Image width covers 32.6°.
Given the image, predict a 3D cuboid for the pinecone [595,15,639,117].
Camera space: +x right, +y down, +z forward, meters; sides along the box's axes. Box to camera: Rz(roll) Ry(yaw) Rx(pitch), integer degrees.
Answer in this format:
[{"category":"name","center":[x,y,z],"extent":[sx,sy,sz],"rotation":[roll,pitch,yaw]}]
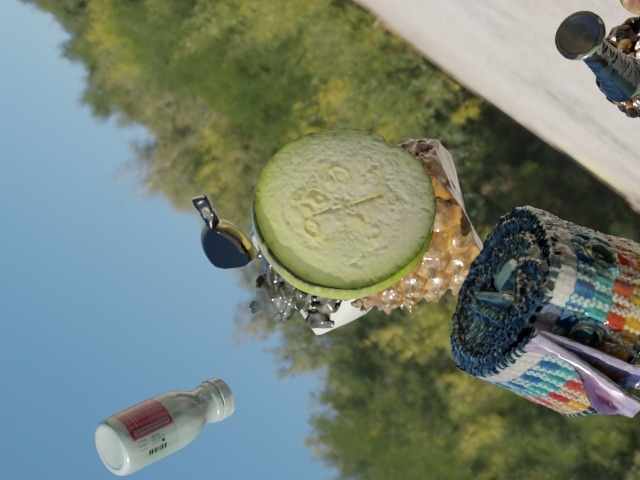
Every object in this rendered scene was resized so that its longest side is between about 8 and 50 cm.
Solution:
[{"category":"pinecone","center":[0.558,-0.301,1.871],"extent":[0.212,0.185,0.169],"rotation":[-51,-59,-82]}]

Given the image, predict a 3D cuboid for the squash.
[{"category":"squash","center":[0.024,-0.033,1.284],"extent":[0.219,0.219,0.041],"rotation":[39,158,18]}]

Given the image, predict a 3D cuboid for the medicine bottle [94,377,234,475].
[{"category":"medicine bottle","center":[-0.233,0.277,1.672],"extent":[0.216,0.090,0.090],"rotation":[-20,-130,-42]}]

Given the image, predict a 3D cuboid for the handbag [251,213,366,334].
[{"category":"handbag","center":[0.000,0.000,2.000],"extent":[0.151,0.171,0.298],"rotation":[-19,-111,-44]}]

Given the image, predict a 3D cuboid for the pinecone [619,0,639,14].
[{"category":"pinecone","center":[0.505,-0.346,1.101],"extent":[0.384,0.384,0.384],"rotation":[35,-172,-6]}]

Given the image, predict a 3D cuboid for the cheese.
[{"category":"cheese","center":[-0.174,-0.016,1.844],"extent":[0.162,0.086,0.036],"rotation":[63,-153,-43]}]

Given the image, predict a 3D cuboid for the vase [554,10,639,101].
[{"category":"vase","center":[0.325,-0.210,1.263],"extent":[0.059,0.059,0.167],"rotation":[41,-167,32]}]

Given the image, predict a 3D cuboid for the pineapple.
[{"category":"pineapple","center":[0.036,0.014,1.495],"extent":[0.223,0.357,0.223],"rotation":[59,-164,-29]}]

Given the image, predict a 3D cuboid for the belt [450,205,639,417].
[{"category":"belt","center":[0.260,0.077,1.182],"extent":[0.160,0.207,0.295],"rotation":[22,172,-9]}]
